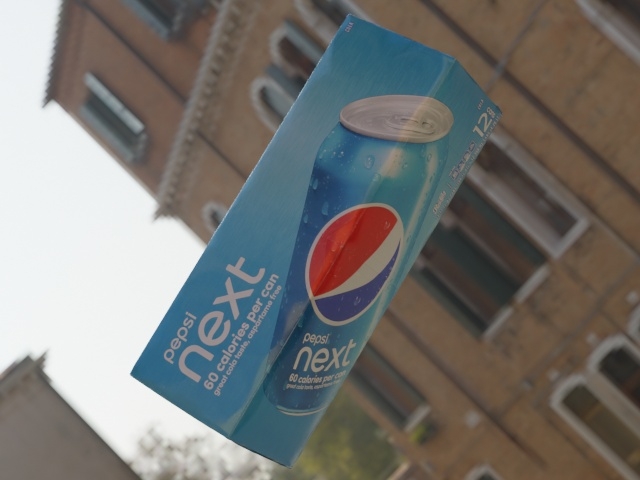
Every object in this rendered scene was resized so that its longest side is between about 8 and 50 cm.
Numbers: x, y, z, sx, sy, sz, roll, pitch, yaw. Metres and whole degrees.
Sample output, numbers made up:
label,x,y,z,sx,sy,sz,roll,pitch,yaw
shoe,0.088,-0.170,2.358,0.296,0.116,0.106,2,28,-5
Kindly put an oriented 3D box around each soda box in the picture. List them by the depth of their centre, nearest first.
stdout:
label,x,y,z,sx,sy,sz,roll,pitch,yaw
soda box,0.000,0.000,0.756,0.210,0.071,0.067,-59,-34,-4
